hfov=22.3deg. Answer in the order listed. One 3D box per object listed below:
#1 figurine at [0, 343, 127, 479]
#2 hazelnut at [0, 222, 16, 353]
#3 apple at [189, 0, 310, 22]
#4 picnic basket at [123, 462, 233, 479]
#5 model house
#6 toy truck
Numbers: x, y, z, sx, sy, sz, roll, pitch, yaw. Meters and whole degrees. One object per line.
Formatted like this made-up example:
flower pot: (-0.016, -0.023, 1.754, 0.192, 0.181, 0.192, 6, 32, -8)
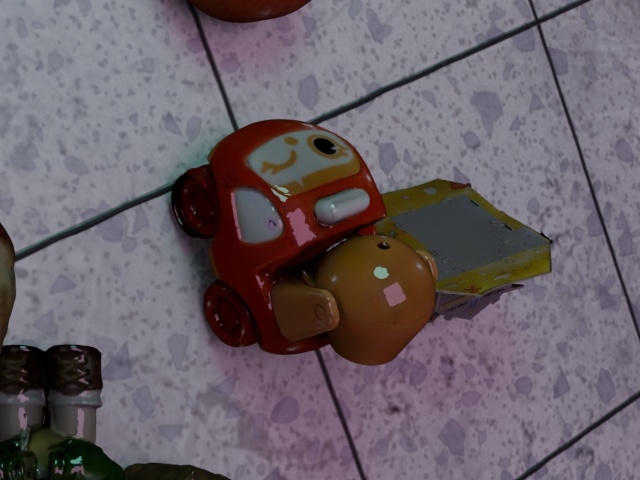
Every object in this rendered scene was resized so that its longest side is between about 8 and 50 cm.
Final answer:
figurine: (-0.255, 0.279, 1.477, 0.281, 0.167, 0.370, -1, 73, -3)
hazelnut: (-0.381, 0.049, 1.379, 0.241, 0.261, 0.261, 14, 74, -4)
apple: (-0.074, -0.330, 1.674, 0.209, 0.164, 0.209, 5, 82, -41)
picnic basket: (-0.110, 0.294, 1.598, 0.178, 0.138, 0.128, 38, 65, -28)
model house: (0.131, 0.048, 1.824, 0.219, 0.207, 0.136, -20, 135, -39)
toy truck: (0.000, 0.000, 1.651, 0.189, 0.239, 0.265, -22, 99, -38)
